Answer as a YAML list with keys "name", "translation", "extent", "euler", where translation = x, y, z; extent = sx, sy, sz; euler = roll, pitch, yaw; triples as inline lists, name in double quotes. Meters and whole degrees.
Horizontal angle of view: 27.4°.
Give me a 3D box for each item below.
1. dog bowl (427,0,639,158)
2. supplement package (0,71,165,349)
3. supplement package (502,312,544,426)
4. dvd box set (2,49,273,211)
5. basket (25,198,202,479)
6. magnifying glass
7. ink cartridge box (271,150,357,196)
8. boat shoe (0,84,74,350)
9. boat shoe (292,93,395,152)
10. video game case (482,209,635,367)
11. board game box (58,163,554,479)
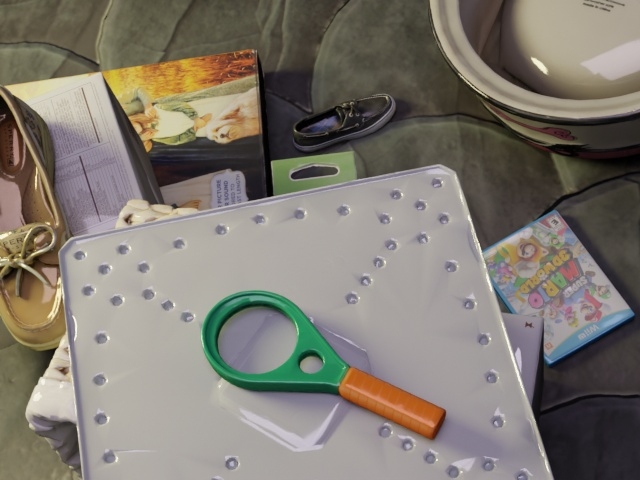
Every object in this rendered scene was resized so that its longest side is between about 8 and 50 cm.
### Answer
- name: "dog bowl"
  translation: [0.346, -0.279, 1.619]
  extent: [0.408, 0.150, 0.408]
  euler: [-8, 59, 15]
- name: "supplement package"
  translation: [-0.323, -0.027, 1.525]
  extent: [0.263, 0.199, 0.198]
  euler: [-21, 67, 0]
- name: "supplement package"
  translation: [0.186, 0.158, 1.428]
  extent: [0.105, 0.179, 0.105]
  euler: [8, 64, 13]
- name: "dvd box set"
  translation: [-0.273, -0.080, 1.690]
  extent: [0.420, 0.062, 0.307]
  euler: [-7, 63, 6]
- name: "basket"
  translation: [-0.081, 0.155, 1.390]
  extent: [0.328, 0.331, 0.266]
  euler: [9, 63, 13]
- name: "magnifying glass"
  translation: [0.000, 0.113, 1.152]
  extent: [0.231, 0.026, 0.092]
  euler: [23, 62, 19]
- name: "ink cartridge box"
  translation: [0.000, 0.000, 1.606]
  extent: [0.109, 0.062, 0.209]
  euler: [-7, 62, 6]
- name: "boat shoe"
  translation: [-0.316, -0.024, 1.365]
  extent: [0.105, 0.089, 0.285]
  euler: [-18, 69, 0]
- name: "boat shoe"
  translation: [0.030, -0.155, 1.692]
  extent: [0.142, 0.040, 0.049]
  euler: [-24, 62, -3]
- name: "video game case"
  translation: [0.275, 0.055, 1.560]
  extent: [0.119, 0.015, 0.166]
  euler: [-29, 63, -6]
- name: "board game box"
  translation: [-0.022, 0.134, 1.182]
  extent: [0.390, 0.050, 0.390]
  euler: [-12, 58, -3]
